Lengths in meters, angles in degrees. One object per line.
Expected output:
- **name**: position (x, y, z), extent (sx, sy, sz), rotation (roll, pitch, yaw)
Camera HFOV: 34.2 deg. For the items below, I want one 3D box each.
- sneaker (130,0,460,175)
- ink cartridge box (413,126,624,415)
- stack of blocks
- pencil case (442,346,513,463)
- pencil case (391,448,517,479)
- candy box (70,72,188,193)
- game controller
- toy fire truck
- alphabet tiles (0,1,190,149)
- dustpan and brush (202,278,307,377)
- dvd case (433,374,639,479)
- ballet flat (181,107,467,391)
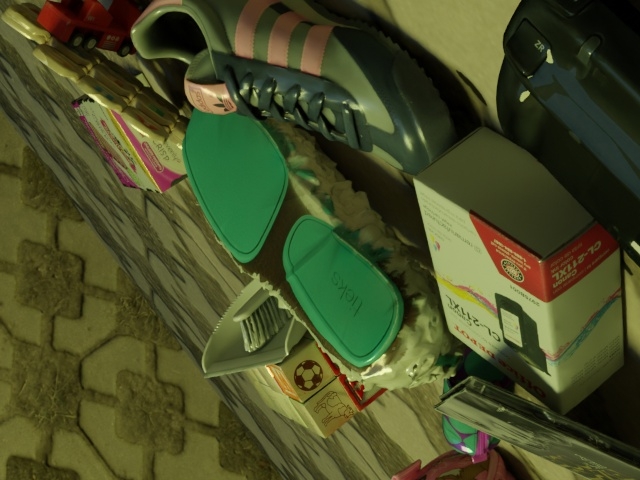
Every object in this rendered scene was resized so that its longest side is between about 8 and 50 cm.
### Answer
- **sneaker**: position (-0.029, -0.123, 0.828), extent (0.319, 0.131, 0.112), rotation (40, 157, 38)
- **ink cartridge box**: position (0.146, 0.025, 0.748), extent (0.127, 0.072, 0.175), rotation (37, 156, 41)
- **stack of blocks**: position (-0.007, 0.102, 1.141), extent (0.087, 0.171, 0.297), rotation (58, 163, -14)
- **pencil case**: position (0.150, 0.154, 1.004), extent (0.152, 0.064, 0.070), rotation (81, 174, -57)
- **pencil case**: position (0.222, 0.411, 1.166), extent (0.167, 0.160, 0.386), rotation (-26, 103, 29)
- **candy box**: position (-0.278, -0.156, 1.533), extent (0.159, 0.071, 0.233), rotation (60, 162, -17)
- **game controller**: position (0.213, -0.007, 0.561), extent (0.319, 0.067, 0.166), rotation (50, 177, 15)
- **toy fire truck**: position (-0.247, -0.281, 1.158), extent (0.047, 0.135, 0.192), rotation (41, -161, 20)
- **alphabet tiles**: position (-0.243, -0.189, 1.237), extent (0.284, 0.021, 0.278), rotation (36, -171, -11)
- **dustpan and brush**: position (-0.039, 0.043, 1.074), extent (0.147, 0.211, 0.060), rotation (-19, 113, 48)
- **dvd case**: position (0.178, 0.158, 0.834), extent (0.164, 0.018, 0.221), rotation (24, 169, 5)
- **ballet flat**: position (0.000, 0.000, 0.985), extent (0.409, 0.147, 0.147), rotation (51, 166, 41)
